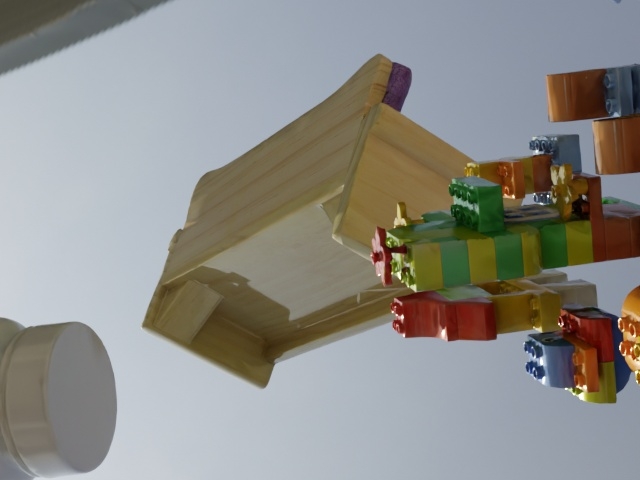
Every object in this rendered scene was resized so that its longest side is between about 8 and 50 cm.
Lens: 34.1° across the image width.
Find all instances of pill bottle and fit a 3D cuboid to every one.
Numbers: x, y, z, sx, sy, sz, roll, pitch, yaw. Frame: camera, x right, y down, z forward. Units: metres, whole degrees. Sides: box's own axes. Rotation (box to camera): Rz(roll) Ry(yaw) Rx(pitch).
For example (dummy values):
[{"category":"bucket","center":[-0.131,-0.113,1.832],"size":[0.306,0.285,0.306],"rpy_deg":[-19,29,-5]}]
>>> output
[{"category":"pill bottle","center":[-0.166,0.075,0.460],"size":[0.137,0.078,0.078],"rpy_deg":[-8,-114,15]}]

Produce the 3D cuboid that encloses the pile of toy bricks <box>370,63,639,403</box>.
[{"category":"pile of toy bricks","center":[0.068,0.001,0.369],"size":[0.105,0.212,0.118],"rpy_deg":[-7,-83,-8]}]

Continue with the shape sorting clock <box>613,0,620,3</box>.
[{"category":"shape sorting clock","center":[0.094,-0.172,0.517],"size":[0.206,0.206,0.040],"rpy_deg":[44,-67,33]}]

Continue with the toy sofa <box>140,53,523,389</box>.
[{"category":"toy sofa","center":[0.000,0.000,0.923],"size":[0.363,0.150,0.177],"rpy_deg":[-27,-140,52]}]
